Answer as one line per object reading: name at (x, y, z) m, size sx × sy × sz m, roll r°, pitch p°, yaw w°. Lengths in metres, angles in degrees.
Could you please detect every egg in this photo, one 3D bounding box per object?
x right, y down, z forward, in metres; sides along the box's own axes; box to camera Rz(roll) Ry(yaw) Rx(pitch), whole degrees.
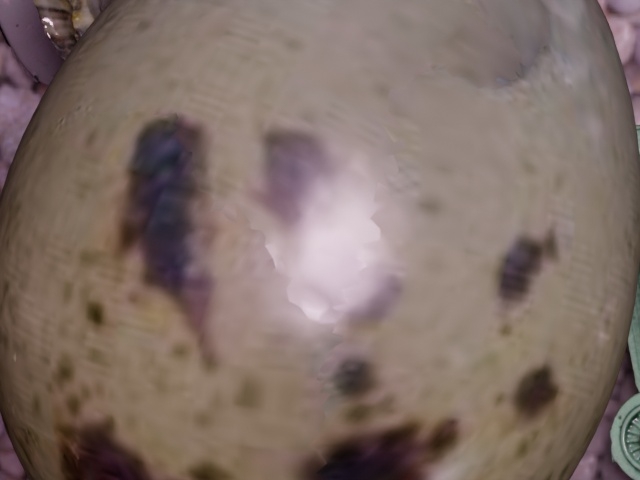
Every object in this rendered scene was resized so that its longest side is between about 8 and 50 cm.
egg at (0.000, 0.000, 1.019) m, size 0.345 × 0.345 × 0.428 m, roll 11°, pitch 86°, yaw 20°

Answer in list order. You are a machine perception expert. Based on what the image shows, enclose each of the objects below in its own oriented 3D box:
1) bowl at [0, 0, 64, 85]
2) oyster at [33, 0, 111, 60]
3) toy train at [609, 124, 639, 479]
bowl at (-0.167, -0.203, 1.272) m, size 0.086 × 0.189 × 0.189 m, roll -18°, pitch 75°, yaw -25°
oyster at (-0.047, -0.128, 1.191) m, size 0.199 × 0.087 × 0.252 m, roll -39°, pitch 100°, yaw -7°
toy train at (0.237, 0.045, 1.104) m, size 0.159 × 0.101 × 0.248 m, roll -13°, pitch 79°, yaw 26°
